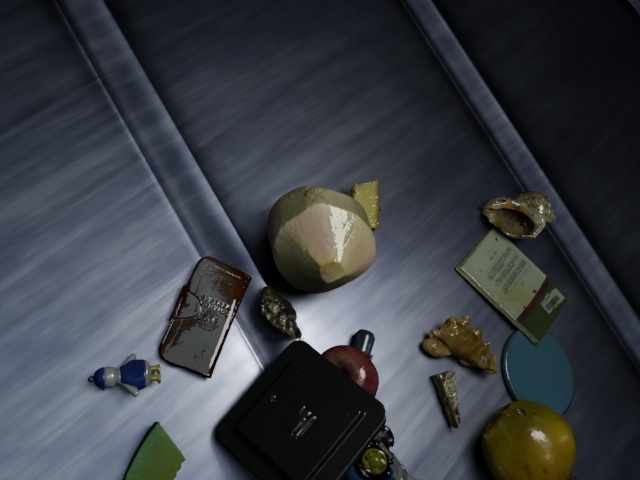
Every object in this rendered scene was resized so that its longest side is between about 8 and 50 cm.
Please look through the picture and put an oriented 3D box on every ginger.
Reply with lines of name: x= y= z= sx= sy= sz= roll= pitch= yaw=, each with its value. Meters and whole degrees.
ginger: x=0.359 y=0.255 z=1.591 sx=0.205 sy=0.081 sz=0.115 roll=21 pitch=70 yaw=-12

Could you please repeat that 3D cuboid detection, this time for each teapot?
teapot: x=0.099 y=0.258 z=1.512 sx=0.049 sy=0.063 sz=0.083 roll=12 pitch=65 yaw=17

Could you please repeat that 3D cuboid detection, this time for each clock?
clock: x=-0.043 y=0.372 z=1.301 sx=0.273 sy=0.049 sz=0.279 roll=33 pitch=72 yaw=29

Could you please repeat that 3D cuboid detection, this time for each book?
book: x=0.525 y=0.117 z=1.728 sx=0.289 sy=0.026 sz=0.201 roll=45 pitch=58 yaw=5

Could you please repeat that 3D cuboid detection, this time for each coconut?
coconut: x=0.000 y=0.000 z=1.441 sx=0.259 sy=0.259 sz=0.259 roll=8 pitch=68 yaw=-19

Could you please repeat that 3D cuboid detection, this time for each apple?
apple: x=0.054 y=0.313 z=1.414 sx=0.153 sy=0.120 sz=0.153 roll=-5 pitch=64 yaw=10

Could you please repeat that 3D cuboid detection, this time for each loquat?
loquat: x=0.499 y=0.497 z=1.488 sx=0.246 sy=0.213 sz=0.213 roll=42 pitch=61 yaw=9

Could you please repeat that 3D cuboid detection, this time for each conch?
conch: x=0.549 y=-0.070 z=1.764 sx=0.207 sy=0.130 sz=0.155 roll=10 pitch=34 yaw=-2

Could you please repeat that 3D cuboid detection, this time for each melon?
melon: x=-0.343 y=0.494 z=1.251 sx=0.114 sy=0.053 sz=0.262 roll=30 pitch=65 yaw=-30

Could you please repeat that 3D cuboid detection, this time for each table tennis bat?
table tennis bat: x=0.580 y=0.384 z=1.656 sx=0.215 sy=0.044 sz=0.329 roll=-3 pitch=69 yaw=-24

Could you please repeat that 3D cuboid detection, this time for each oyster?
oyster: x=-0.087 y=0.160 z=1.445 sx=0.148 sy=0.103 sz=0.051 roll=43 pitch=102 yaw=14

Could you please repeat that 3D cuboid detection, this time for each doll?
doll: x=-0.397 y=0.275 z=1.294 sx=0.143 sy=0.057 sz=0.099 roll=-2 pitch=50 yaw=-22

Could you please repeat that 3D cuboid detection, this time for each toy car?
toy car: x=0.127 y=0.526 z=1.352 sx=0.166 sy=0.198 sz=0.314 roll=-37 pitch=84 yaw=3

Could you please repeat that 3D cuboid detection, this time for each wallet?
wallet: x=-0.256 y=0.164 z=1.407 sx=0.137 sy=0.031 sz=0.255 roll=25 pitch=63 yaw=-12

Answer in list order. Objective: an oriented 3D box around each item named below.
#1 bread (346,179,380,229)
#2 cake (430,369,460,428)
bread: x=0.114 y=-0.086 z=1.624 sx=0.084 sy=0.080 sz=0.109 roll=-7 pitch=71 yaw=-22
cake: x=0.304 y=0.382 z=1.538 sx=0.055 sy=0.051 sz=0.140 roll=5 pitch=67 yaw=-21
